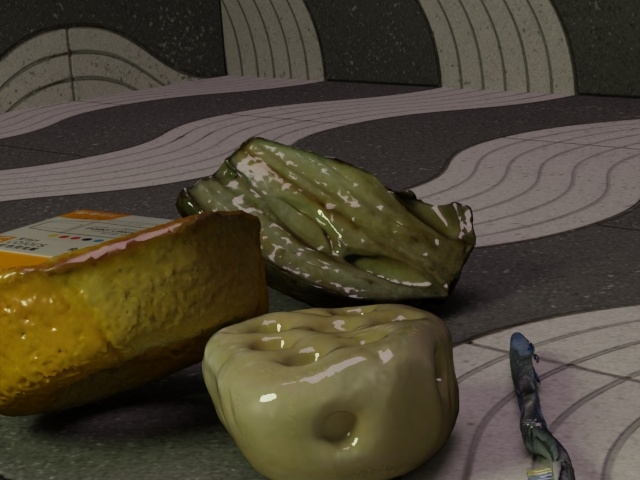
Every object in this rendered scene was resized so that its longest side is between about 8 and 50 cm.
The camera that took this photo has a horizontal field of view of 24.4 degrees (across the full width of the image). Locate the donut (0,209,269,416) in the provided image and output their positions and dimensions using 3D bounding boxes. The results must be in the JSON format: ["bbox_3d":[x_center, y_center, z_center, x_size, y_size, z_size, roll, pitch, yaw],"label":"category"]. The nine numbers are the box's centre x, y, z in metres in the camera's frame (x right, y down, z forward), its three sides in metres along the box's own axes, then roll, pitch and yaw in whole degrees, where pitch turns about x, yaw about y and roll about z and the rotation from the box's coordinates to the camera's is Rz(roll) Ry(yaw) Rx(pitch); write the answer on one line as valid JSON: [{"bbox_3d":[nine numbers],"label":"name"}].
[{"bbox_3d":[-0.183,0.071,1.319,0.303,0.110,0.303,-19,-10,-3],"label":"donut"}]

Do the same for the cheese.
[{"bbox_3d":[0.007,0.122,1.208,0.218,0.117,0.235,3,12,38],"label":"cheese"}]

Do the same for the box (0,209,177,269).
[{"bbox_3d":[-0.257,0.035,1.731,0.274,0.091,0.221,5,15,33],"label":"box"}]

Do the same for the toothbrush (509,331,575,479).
[{"bbox_3d":[0.178,0.144,1.238,0.042,0.035,0.413,-6,13,6],"label":"toothbrush"}]

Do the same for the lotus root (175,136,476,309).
[{"bbox_3d":[0.000,0.001,1.655,0.314,0.142,0.210,27,54,6],"label":"lotus root"}]
